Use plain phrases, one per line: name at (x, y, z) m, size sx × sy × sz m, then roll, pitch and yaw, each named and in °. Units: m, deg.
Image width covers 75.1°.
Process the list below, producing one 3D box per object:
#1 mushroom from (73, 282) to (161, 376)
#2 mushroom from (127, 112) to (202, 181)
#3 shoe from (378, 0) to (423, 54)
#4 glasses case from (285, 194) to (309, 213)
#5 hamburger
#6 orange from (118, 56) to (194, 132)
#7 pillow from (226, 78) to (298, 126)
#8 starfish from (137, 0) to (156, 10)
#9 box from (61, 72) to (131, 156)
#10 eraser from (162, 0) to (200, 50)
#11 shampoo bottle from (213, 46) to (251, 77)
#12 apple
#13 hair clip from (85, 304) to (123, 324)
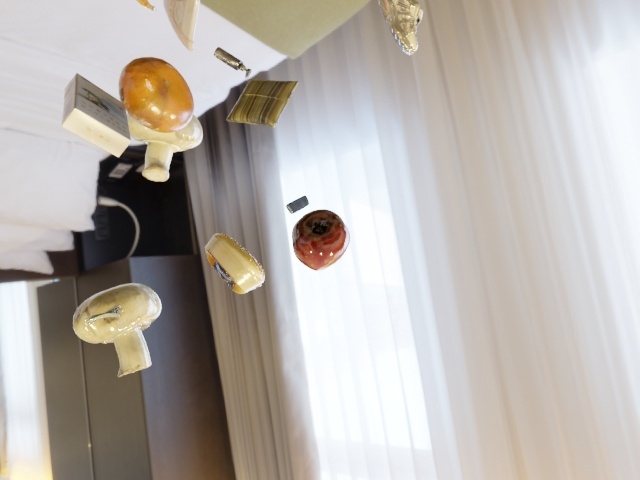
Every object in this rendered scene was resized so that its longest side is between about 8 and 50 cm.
mushroom at (-0.756, 0.342, 1.599) m, size 0.314 × 0.337 × 0.314 m, roll -20°, pitch 170°, yaw -4°
mushroom at (-0.673, -0.465, 1.774) m, size 0.314 × 0.315 × 0.356 m, roll -10°, pitch -143°, yaw 10°
shoe at (0.227, -0.595, 1.114) m, size 0.092 × 0.180 × 0.089 m, roll -28°, pitch -170°, yaw 14°
glasses case at (-0.067, -0.101, 1.190) m, size 0.023 × 0.034 × 0.083 m, roll -13°, pitch -165°, yaw 46°
hamburger at (-0.263, 0.068, 1.284) m, size 0.116 × 0.210 × 0.173 m, roll -40°, pitch 167°, yaw -23°
orange at (-0.523, -0.457, 1.328) m, size 0.171 × 0.241 × 0.240 m, roll -19°, pitch 169°, yaw 32°
pillow at (-0.208, -0.495, 1.481) m, size 0.212 × 0.208 × 0.052 m, roll 12°, pitch 158°, yaw 25°
starfish at (-0.596, -0.815, 1.233) m, size 0.084 × 0.302 × 0.293 m, roll 37°, pitch -157°, yaw 32°
box at (-0.596, -0.337, 1.112) m, size 0.067 × 0.233 × 0.149 m, roll -42°, pitch 136°, yaw 12°
eraser at (-0.499, -0.810, 1.464) m, size 0.059 × 0.243 × 0.205 m, roll -15°, pitch 136°, yaw -44°
shampoo bottle at (-0.454, -0.925, 2.169) m, size 0.064 × 0.207 × 0.057 m, roll -57°, pitch -179°, yaw 29°
apple at (0.001, -0.001, 1.535) m, size 0.233 × 0.234 × 0.234 m, roll -9°, pitch 174°, yaw -1°
hair clip at (-0.720, 0.254, 1.385) m, size 0.114 × 0.030 × 0.039 m, roll -20°, pitch -151°, yaw -9°
